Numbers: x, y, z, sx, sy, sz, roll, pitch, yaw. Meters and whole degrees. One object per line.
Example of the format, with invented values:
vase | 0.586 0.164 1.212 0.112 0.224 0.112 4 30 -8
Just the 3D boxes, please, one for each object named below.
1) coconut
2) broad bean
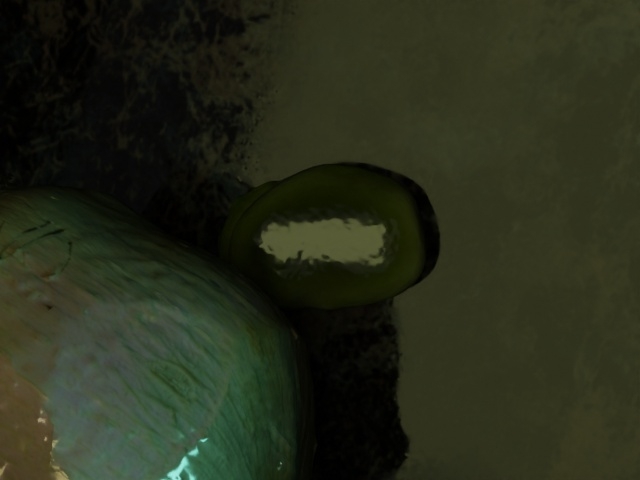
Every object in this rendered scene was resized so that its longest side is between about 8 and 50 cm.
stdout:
coconut | -0.173 0.174 1.212 0.405 0.404 0.404 1 95 14
broad bean | 0.000 0.000 1.315 0.175 0.082 0.124 -15 91 4
